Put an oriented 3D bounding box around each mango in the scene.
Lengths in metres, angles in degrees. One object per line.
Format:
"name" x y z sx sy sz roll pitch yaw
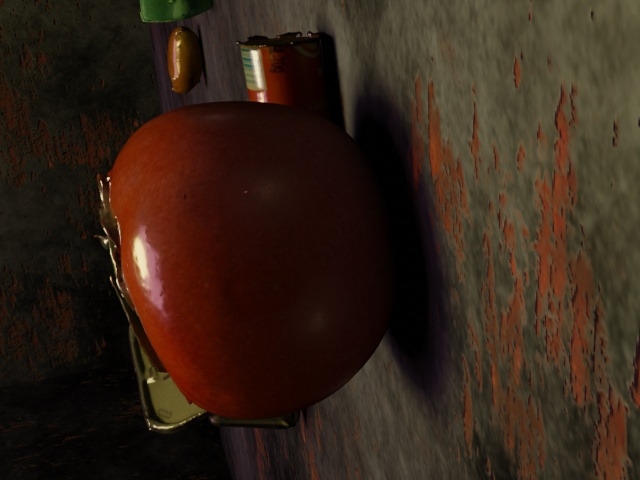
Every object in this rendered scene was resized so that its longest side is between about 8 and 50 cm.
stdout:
"mango" -0.237 -0.320 2.122 0.077 0.063 0.127 -106 15 -56

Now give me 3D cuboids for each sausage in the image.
"sausage" -0.017 -0.055 1.085 0.083 0.083 0.264 -127 26 -69

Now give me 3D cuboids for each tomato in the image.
"tomato" -0.056 0.011 0.939 0.256 0.224 0.256 165 90 -81

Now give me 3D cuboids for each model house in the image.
"model house" -0.098 0.197 1.666 0.279 0.204 0.218 47 -160 -46

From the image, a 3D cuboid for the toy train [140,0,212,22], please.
"toy train" -0.233 -0.478 1.769 0.301 0.120 0.202 96 158 -58
